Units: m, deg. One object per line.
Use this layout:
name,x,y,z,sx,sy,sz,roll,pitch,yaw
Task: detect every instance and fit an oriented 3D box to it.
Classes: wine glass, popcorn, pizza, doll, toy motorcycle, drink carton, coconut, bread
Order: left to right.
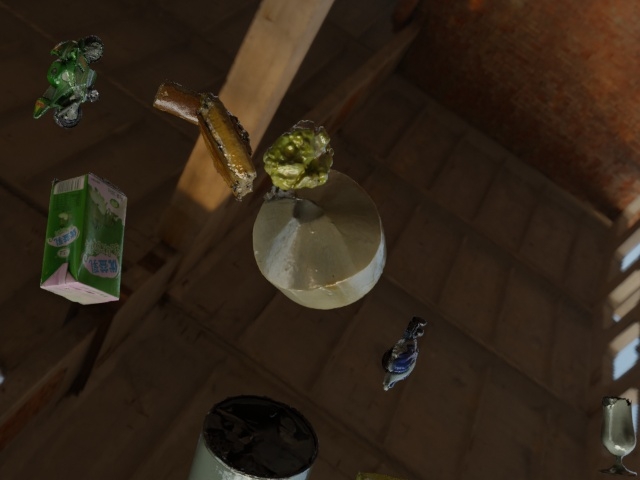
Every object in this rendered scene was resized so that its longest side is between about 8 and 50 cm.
toy motorcycle,-0.482,-0.312,1.411,0.074,0.190,0.106,23,-176,33
drink carton,-0.529,-0.003,1.655,0.161,0.108,0.271,42,-136,-62
bread,-0.207,-0.209,1.111,0.083,0.047,0.036,22,-172,-19
pizza,-0.134,-0.137,1.119,0.069,0.226,0.147,-29,-99,-8
popcorn,-0.042,-0.162,1.429,0.126,0.126,0.145,51,-128,-36
coconut,0.000,0.000,1.653,0.323,0.323,0.323,20,-141,-17
doll,0.173,0.245,1.566,0.070,0.096,0.195,17,-135,20
wine glass,0.317,0.209,0.787,0.039,0.042,0.083,0,-98,-5

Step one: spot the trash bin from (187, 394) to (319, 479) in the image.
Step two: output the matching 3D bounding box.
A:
trash bin,-0.140,0.459,1.372,0.217,0.262,0.277,20,-154,5

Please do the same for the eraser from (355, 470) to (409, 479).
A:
eraser,0.119,0.332,0.725,0.226,0.157,0.069,17,175,-1
